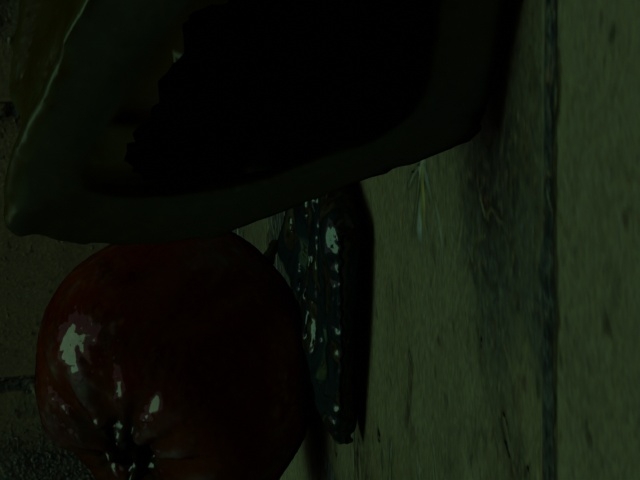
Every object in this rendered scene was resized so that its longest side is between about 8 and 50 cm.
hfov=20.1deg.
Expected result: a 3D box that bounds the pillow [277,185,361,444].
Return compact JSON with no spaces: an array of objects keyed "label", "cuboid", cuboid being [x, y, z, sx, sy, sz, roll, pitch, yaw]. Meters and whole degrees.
[{"label":"pillow","cuboid":[0.000,0.000,1.276,0.255,0.034,0.189,-102,14,-56]}]

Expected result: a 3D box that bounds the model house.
[{"label":"model house","cuboid":[-0.036,-0.143,0.826,0.239,0.268,0.173,-99,-11,-45]}]

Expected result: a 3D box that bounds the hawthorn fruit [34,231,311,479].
[{"label":"hawthorn fruit","cuboid":[-0.103,0.084,1.499,0.242,0.242,0.272,95,-162,-47]}]
